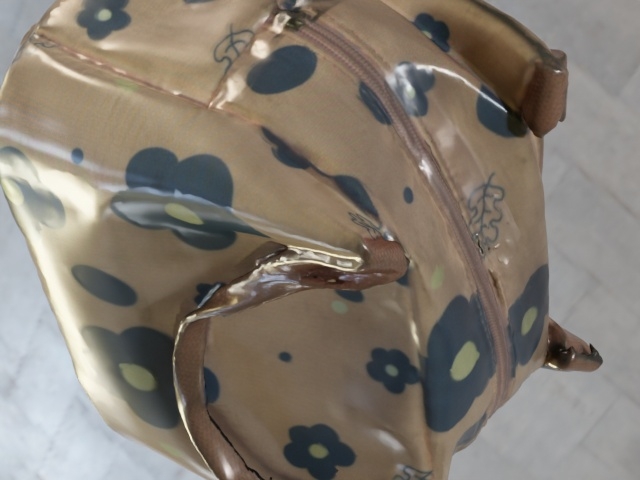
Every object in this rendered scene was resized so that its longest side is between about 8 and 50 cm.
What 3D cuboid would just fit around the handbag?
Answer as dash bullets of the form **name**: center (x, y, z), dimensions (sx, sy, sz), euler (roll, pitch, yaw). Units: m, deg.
- **handbag**: center (0.000, 0.000, 0.697), dimensions (0.193, 0.190, 0.251), euler (22, 145, 30)
